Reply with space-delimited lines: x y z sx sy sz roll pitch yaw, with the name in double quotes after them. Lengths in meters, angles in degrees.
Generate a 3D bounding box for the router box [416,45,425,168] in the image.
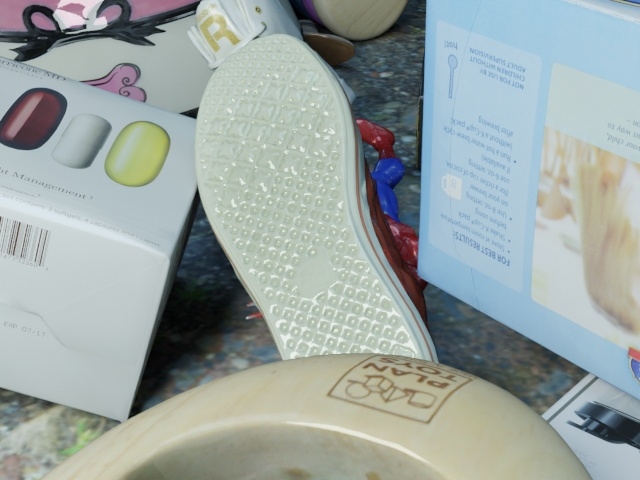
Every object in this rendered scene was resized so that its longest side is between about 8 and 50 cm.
0.255 -0.152 1.240 0.308 0.081 0.243 3 30 7 "router box"

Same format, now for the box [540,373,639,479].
0.241 0.132 0.740 0.169 0.087 0.290 22 36 34 "box"

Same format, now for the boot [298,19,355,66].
-0.015 -0.235 1.435 0.118 0.042 0.087 3 28 7 "boot"

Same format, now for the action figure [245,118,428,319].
0.011 -0.012 0.986 0.139 0.091 0.280 9 27 -13 "action figure"

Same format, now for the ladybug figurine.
-0.027 0.212 0.528 0.305 0.162 0.449 12 34 25 "ladybug figurine"

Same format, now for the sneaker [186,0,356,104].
-0.071 -0.135 1.115 0.108 0.169 0.292 -34 13 23 "sneaker"

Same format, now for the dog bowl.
-0.228 -0.261 1.340 0.408 0.150 0.408 -6 30 4 "dog bowl"

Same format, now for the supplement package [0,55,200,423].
-0.196 -0.009 0.889 0.194 0.149 0.203 17 30 -5 "supplement package"

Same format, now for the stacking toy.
-0.028 -0.357 1.569 0.141 0.141 0.330 -18 30 -27 "stacking toy"

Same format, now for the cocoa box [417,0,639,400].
0.252 -0.043 0.721 0.228 0.231 0.347 -22 36 -34 "cocoa box"

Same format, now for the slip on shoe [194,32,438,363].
0.000 0.000 0.850 0.123 0.101 0.331 -27 64 9 "slip on shoe"
